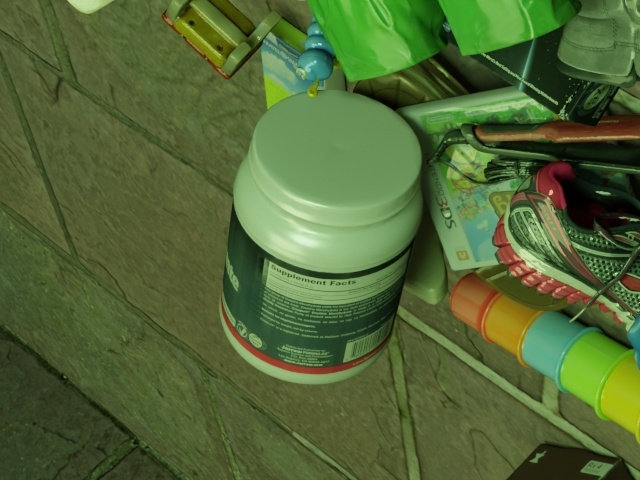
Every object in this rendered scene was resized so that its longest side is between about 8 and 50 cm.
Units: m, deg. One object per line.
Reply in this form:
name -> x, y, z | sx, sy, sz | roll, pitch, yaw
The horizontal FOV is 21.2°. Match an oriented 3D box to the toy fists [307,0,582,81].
toy fists -> 0.089, -0.223, 1.370 | 0.279, 0.096, 0.142 | -5, 115, 52

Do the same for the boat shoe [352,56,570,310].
boat shoe -> 0.174, -0.073, 1.810 | 0.121, 0.110, 0.341 | -28, 110, 34

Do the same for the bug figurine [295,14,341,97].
bug figurine -> 0.023, -0.275, 1.626 | 0.072, 0.216, 0.279 | 15, 157, 2

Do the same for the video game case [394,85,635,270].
video game case -> 0.201, -0.065, 1.718 | 0.212, 0.023, 0.193 | -9, 120, 26

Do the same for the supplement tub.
supplement tub -> 0.000, 0.000, 1.751 | 0.191, 0.191, 0.272 | 38, 142, 24

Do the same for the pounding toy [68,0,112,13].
pounding toy -> -0.131, -0.241, 1.319 | 0.269, 0.154, 0.155 | 15, -168, -6

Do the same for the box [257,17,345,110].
box -> -0.020, -0.188, 2.055 | 0.109, 0.042, 0.178 | 37, 155, 25

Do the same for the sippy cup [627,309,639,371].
sippy cup -> 0.393, 0.059, 1.463 | 0.305, 0.224, 0.240 | 47, 157, 6

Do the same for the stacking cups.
stacking cups -> 0.284, 0.124, 1.970 | 0.316, 0.096, 0.096 | 34, 154, 43

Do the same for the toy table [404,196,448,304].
toy table -> 0.083, -0.035, 1.964 | 0.274, 0.161, 0.252 | 21, 146, 47

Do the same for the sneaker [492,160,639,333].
sneaker -> 0.315, 0.029, 1.622 | 0.299, 0.121, 0.112 | 22, 135, -2

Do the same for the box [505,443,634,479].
box -> 0.331, 0.398, 2.200 | 0.203, 0.167, 0.168 | 56, 157, -18

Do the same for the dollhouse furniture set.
dollhouse furniture set -> -0.180, -0.365, 1.876 | 0.374, 0.201, 0.152 | 44, 158, -6

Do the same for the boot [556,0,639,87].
boot -> 0.202, -0.239, 1.363 | 0.338, 0.118, 0.223 | 26, 123, 46

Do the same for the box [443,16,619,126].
box -> 0.195, -0.208, 1.478 | 0.180, 0.147, 0.077 | 38, -164, 24

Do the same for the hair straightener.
hair straightener -> 0.216, -0.073, 1.657 | 0.230, 0.047, 0.089 | -3, 124, 19
